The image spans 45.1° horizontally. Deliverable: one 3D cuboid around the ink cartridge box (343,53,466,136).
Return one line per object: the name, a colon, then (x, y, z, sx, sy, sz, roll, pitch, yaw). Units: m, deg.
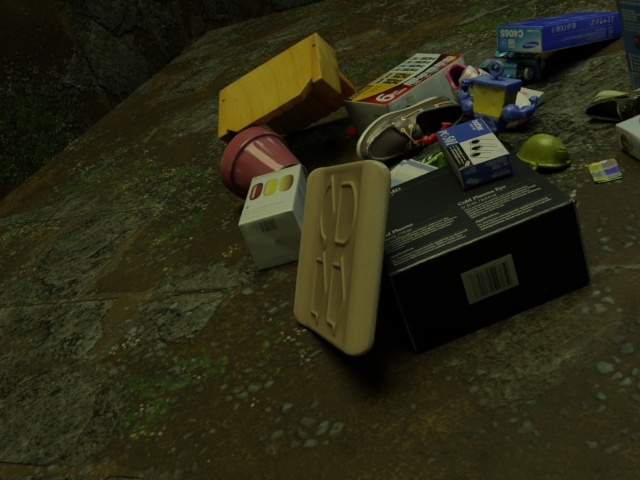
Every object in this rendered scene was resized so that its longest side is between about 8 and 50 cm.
ink cartridge box: (0.236, -0.424, 2.262, 0.309, 0.130, 0.272, -36, 30, -23)

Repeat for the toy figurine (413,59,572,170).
toy figurine: (0.405, -0.303, 1.783, 0.191, 0.217, 0.363, -12, 24, -39)

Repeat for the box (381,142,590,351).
box: (0.268, 0.000, 1.451, 0.343, 0.179, 0.312, -22, 28, 0)

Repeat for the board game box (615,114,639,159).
board game box: (0.828, -0.220, 1.557, 0.318, 0.066, 0.318, -22, 29, -1)

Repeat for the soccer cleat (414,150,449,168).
soccer cleat: (0.272, -0.189, 1.904, 0.179, 0.060, 0.072, -23, 27, 4)

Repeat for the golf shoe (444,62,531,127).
golf shoe: (0.432, -0.383, 2.022, 0.115, 0.140, 0.306, -47, 35, -5)

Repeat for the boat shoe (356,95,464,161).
boat shoe: (0.243, -0.293, 2.051, 0.324, 0.116, 0.097, -29, 25, -24)

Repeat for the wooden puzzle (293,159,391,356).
wooden puzzle: (0.049, 0.023, 1.400, 0.081, 0.322, 0.348, 5, 2, -19)

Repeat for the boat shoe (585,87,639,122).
boat shoe: (0.714, -0.304, 1.779, 0.073, 0.080, 0.223, -41, 26, -17)

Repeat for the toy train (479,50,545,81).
toy train: (0.555, -0.498, 2.226, 0.184, 0.080, 0.105, 16, 54, 45)

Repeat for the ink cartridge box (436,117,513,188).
ink cartridge box: (0.296, -0.172, 1.497, 0.097, 0.046, 0.207, -18, 27, 5)

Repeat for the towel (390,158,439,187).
towel: (0.188, -0.076, 1.756, 0.209, 0.034, 0.285, 24, 57, 40)

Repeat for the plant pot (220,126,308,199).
plant pot: (-0.137, -0.181, 2.060, 0.201, 0.201, 0.180, -35, 46, -23)

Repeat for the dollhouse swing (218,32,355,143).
dollhouse swing: (-0.070, -0.373, 2.258, 0.347, 0.305, 0.315, -26, 43, 21)

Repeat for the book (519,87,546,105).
book: (0.522, -0.374, 2.080, 0.096, 0.035, 0.144, -37, 32, -15)

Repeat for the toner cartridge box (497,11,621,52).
toner cartridge box: (0.686, -0.597, 2.201, 0.348, 0.075, 0.165, -17, 22, -30)

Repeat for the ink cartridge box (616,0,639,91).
ink cartridge box: (0.842, -0.558, 1.785, 0.270, 0.395, 0.151, -28, 29, -11)

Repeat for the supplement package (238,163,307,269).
supplement package: (-0.097, -0.061, 1.859, 0.139, 0.133, 0.244, -15, 29, 12)

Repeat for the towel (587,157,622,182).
towel: (0.609, -0.150, 1.649, 0.060, 0.009, 0.083, -12, 29, 16)
